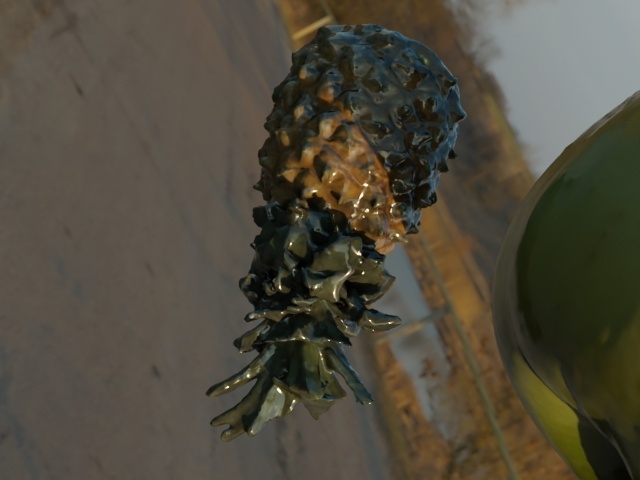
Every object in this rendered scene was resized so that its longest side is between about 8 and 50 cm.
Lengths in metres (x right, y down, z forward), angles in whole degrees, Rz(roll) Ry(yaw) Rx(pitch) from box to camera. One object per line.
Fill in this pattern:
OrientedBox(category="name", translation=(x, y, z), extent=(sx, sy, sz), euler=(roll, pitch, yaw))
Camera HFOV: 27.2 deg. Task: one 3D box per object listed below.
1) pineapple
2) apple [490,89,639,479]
OrientedBox(category="pineapple", translation=(0.000, 0.000, 1.051), extent=(0.169, 0.169, 0.340), euler=(54, 52, -54))
OrientedBox(category="apple", translation=(0.359, 0.058, 0.906), extent=(0.474, 0.473, 0.473), euler=(61, 7, -12))
